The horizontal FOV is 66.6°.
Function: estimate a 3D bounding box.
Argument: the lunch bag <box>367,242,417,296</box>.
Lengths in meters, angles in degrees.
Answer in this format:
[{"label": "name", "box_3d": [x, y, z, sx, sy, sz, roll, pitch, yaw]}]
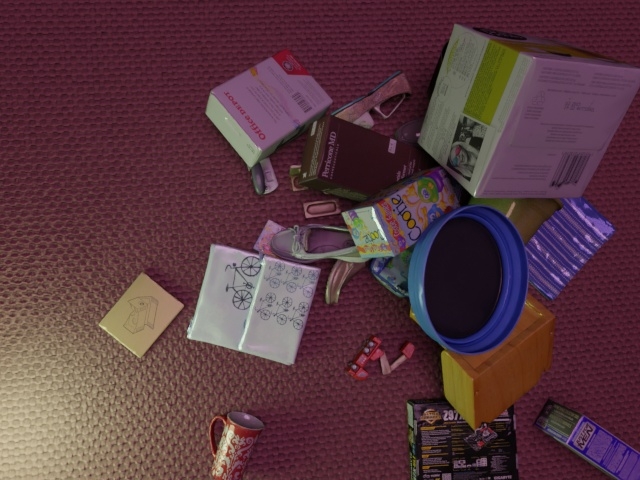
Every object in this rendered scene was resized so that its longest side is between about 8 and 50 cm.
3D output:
[{"label": "lunch bag", "box_3d": [0.264, 0.056, 1.522, 0.176, 0.090, 0.219, 41, 82, 2]}]

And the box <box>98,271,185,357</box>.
[{"label": "box", "box_3d": [-0.536, 0.223, 1.463, 0.164, 0.021, 0.201, 39, 83, -1]}]

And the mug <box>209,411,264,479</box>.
[{"label": "mug", "box_3d": [-0.256, 0.600, 1.430, 0.113, 0.150, 0.169, 21, 87, -40]}]

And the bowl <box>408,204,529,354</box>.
[{"label": "bowl", "box_3d": [0.393, 0.101, 1.287, 0.391, 0.077, 0.390, -1, 92, -30]}]

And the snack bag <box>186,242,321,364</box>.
[{"label": "snack bag", "box_3d": [-0.202, 0.187, 1.453, 0.343, 0.037, 0.323, 16, 99, -4]}]

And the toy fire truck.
[{"label": "toy fire truck", "box_3d": [0.187, 0.367, 1.506, 0.135, 0.047, 0.192, 38, 83, -2]}]

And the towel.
[{"label": "towel", "box_3d": [0.784, 0.000, 1.600, 0.336, 0.040, 0.243, -45, 89, -7]}]

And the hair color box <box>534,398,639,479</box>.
[{"label": "hair color box", "box_3d": [0.852, 0.636, 1.476, 0.339, 0.185, 0.110, 36, 84, -1]}]

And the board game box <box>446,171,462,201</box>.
[{"label": "board game box", "box_3d": [0.415, -0.197, 1.533, 0.035, 0.136, 0.201, 15, 84, -4]}]

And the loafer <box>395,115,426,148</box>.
[{"label": "loafer", "box_3d": [0.401, -0.364, 1.558, 0.320, 0.111, 0.112, -12, 86, -6]}]

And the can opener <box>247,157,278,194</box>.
[{"label": "can opener", "box_3d": [-0.203, -0.277, 1.509, 0.074, 0.093, 0.280, -18, 82, -6]}]

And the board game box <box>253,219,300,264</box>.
[{"label": "board game box", "box_3d": [-0.118, 0.016, 1.518, 0.154, 0.026, 0.103, 28, 83, -2]}]

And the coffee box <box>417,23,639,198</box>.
[{"label": "coffee box", "box_3d": [0.509, -0.333, 1.256, 0.338, 0.334, 0.338, -1, 124, -19]}]

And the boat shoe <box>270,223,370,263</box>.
[{"label": "boat shoe", "box_3d": [0.001, 0.002, 1.430, 0.321, 0.103, 0.118, 5, 68, 16]}]

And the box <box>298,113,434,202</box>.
[{"label": "box", "box_3d": [0.142, -0.214, 1.447, 0.382, 0.143, 0.191, 13, 84, -24]}]

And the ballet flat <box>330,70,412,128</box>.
[{"label": "ballet flat", "box_3d": [0.163, -0.421, 1.548, 0.316, 0.107, 0.106, -33, 96, -6]}]

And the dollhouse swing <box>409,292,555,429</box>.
[{"label": "dollhouse swing", "box_3d": [0.472, 0.307, 1.494, 0.347, 0.305, 0.315, -29, 126, -23]}]

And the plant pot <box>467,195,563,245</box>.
[{"label": "plant pot", "box_3d": [0.542, -0.055, 1.488, 0.276, 0.276, 0.253, 29, 95, -2]}]

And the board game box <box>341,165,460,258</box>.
[{"label": "board game box", "box_3d": [0.222, -0.078, 1.316, 0.275, 0.144, 0.142, -31, 102, -30]}]

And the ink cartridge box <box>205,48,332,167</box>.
[{"label": "ink cartridge box", "box_3d": [-0.153, -0.399, 1.457, 0.306, 0.131, 0.226, -40, 90, -26]}]

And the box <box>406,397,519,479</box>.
[{"label": "box", "box_3d": [0.435, 0.617, 1.494, 0.322, 0.079, 0.257, -2, 83, -5]}]

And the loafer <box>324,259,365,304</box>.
[{"label": "loafer", "box_3d": [0.089, 0.077, 1.495, 0.092, 0.102, 0.268, 22, 83, 3]}]

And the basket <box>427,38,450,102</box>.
[{"label": "basket", "box_3d": [0.430, -0.495, 1.515, 0.204, 0.227, 0.154, 37, 83, -1]}]

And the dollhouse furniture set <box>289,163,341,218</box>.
[{"label": "dollhouse furniture set", "box_3d": [-0.012, -0.153, 1.494, 0.144, 0.123, 0.151, -8, 86, -6]}]
